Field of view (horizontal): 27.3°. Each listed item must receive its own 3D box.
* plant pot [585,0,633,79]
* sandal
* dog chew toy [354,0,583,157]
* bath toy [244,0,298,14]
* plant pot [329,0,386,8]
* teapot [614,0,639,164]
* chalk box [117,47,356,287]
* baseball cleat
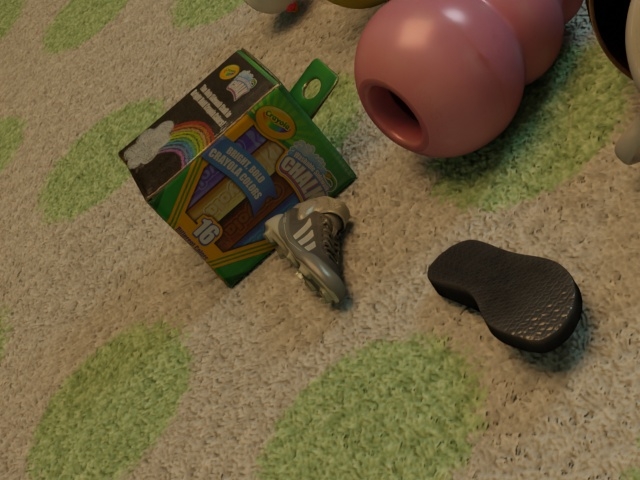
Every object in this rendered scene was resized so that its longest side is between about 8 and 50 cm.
[{"bbox_3d":[0.379,-0.297,1.458,0.215,0.215,0.230,-34,19,11],"label":"plant pot"},{"bbox_3d":[0.196,0.057,1.352,0.097,0.054,0.254,-36,22,-5],"label":"sandal"},{"bbox_3d":[0.195,-0.253,1.587,0.332,0.207,0.206,-45,32,-20],"label":"dog chew toy"},{"bbox_3d":[0.023,-0.482,2.098,0.348,0.129,0.151,-39,68,11],"label":"bath toy"},{"bbox_3d":[0.103,-0.481,1.856,0.239,0.254,0.254,-13,41,52],"label":"plant pot"},{"bbox_3d":[0.424,-0.192,1.286,0.256,0.187,0.253,6,90,24],"label":"teapot"},{"bbox_3d":[-0.088,-0.120,1.732,0.289,0.179,0.180,-40,32,0],"label":"chalk box"},{"bbox_3d":[0.000,0.000,1.597,0.109,0.072,0.206,-37,36,-6],"label":"baseball cleat"}]
